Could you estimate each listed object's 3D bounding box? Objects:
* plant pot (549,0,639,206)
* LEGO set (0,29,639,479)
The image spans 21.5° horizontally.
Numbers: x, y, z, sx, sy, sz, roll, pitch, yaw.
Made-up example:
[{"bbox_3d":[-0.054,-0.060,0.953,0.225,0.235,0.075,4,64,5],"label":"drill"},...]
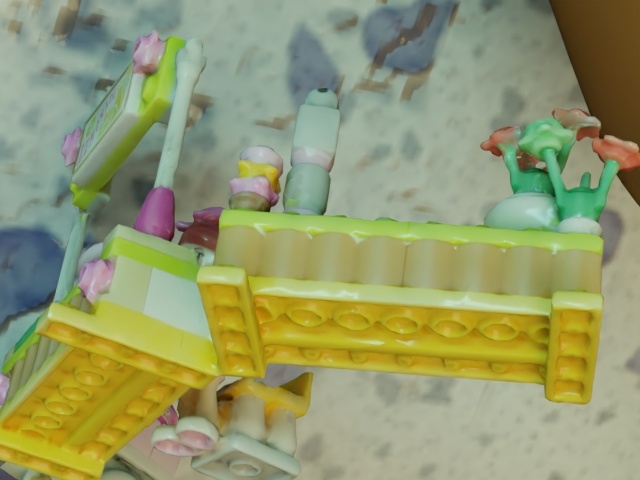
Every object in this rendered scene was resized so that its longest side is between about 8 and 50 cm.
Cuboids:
[{"bbox_3d":[0.172,-0.113,0.443,0.291,0.291,0.203,-21,134,-10],"label":"plant pot"},{"bbox_3d":[0.000,0.000,0.461,0.287,0.107,0.132,-19,139,36],"label":"LEGO set"}]
